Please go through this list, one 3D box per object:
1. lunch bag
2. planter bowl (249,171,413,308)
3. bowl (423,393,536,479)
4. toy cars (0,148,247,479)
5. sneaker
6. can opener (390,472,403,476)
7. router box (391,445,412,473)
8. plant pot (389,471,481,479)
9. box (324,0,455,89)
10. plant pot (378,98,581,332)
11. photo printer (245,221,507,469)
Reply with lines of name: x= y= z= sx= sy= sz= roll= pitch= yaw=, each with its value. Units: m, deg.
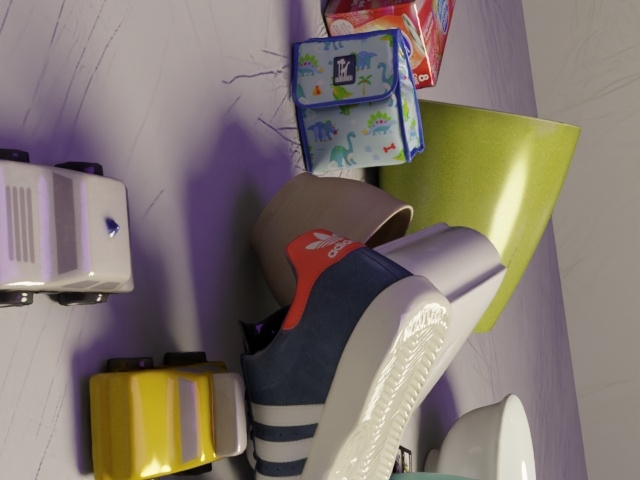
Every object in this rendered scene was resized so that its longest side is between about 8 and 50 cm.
lunch bag: x=0.041 y=-0.160 z=1.327 sx=0.096 sy=0.128 sz=0.151 roll=-42 pitch=125 yaw=-67
planter bowl: x=0.000 y=0.000 z=1.149 sx=0.162 sy=0.109 sz=0.162 roll=-48 pitch=166 yaw=-16
bowl: x=0.233 y=0.380 z=1.735 sx=0.298 sy=0.134 sz=0.298 roll=-5 pitch=90 yaw=-72
toy cars: x=-0.131 y=0.065 z=0.841 sx=0.176 sy=0.087 sz=0.394 roll=-77 pitch=154 yaw=-42
sneaker: x=-0.016 y=0.143 z=0.965 sx=0.131 sy=0.148 sz=0.350 roll=-17 pitch=137 yaw=-50
can opener: x=0.080 y=0.293 z=1.310 sx=0.280 sy=0.093 sz=0.074 roll=20 pitch=55 yaw=-49
router box: x=0.076 y=0.338 z=1.428 sx=0.133 sy=0.046 sz=0.179 roll=42 pitch=46 yaw=-63
plant pot: x=0.131 y=0.368 z=1.154 sx=0.293 sy=0.293 sz=0.235 roll=54 pitch=45 yaw=-56
box: x=0.100 y=-0.315 z=1.542 sx=0.257 sy=0.122 sz=0.128 roll=-72 pitch=152 yaw=-48
plant pot: x=0.191 y=-0.032 z=1.586 sx=0.275 sy=0.274 sz=0.294 roll=-7 pitch=107 yaw=-71
photo printer: x=0.057 y=0.113 z=1.155 sx=0.256 sy=0.107 sz=0.307 roll=-57 pitch=165 yaw=18
